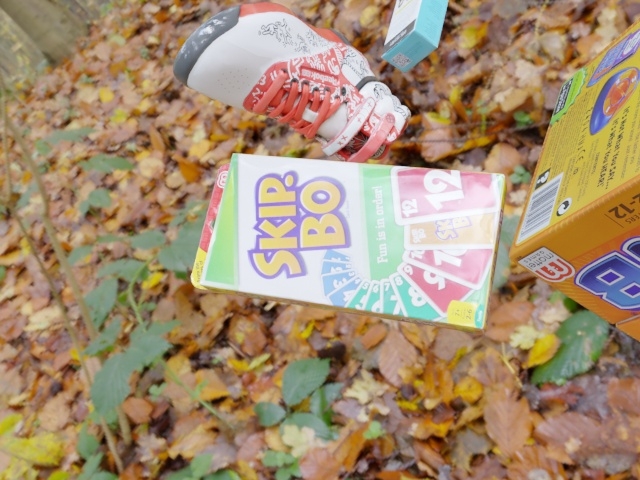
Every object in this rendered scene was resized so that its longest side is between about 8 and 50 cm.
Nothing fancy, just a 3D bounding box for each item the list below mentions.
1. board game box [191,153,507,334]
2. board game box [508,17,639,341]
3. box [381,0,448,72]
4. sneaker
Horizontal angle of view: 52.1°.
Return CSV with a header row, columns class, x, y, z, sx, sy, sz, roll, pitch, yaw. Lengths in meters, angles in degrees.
class,x,y,z,sx,sy,sz,roll,pitch,yaw
board game box,0.013,-0.004,0.543,0.260,0.039,0.124,6,75,22
board game box,0.523,-0.088,0.814,0.356,0.356,0.356,-63,8,-30
box,0.192,-0.447,1.247,0.100,0.060,0.244,-27,41,55
sneaker,-0.004,-0.133,0.613,0.090,0.145,0.270,-44,-11,28
